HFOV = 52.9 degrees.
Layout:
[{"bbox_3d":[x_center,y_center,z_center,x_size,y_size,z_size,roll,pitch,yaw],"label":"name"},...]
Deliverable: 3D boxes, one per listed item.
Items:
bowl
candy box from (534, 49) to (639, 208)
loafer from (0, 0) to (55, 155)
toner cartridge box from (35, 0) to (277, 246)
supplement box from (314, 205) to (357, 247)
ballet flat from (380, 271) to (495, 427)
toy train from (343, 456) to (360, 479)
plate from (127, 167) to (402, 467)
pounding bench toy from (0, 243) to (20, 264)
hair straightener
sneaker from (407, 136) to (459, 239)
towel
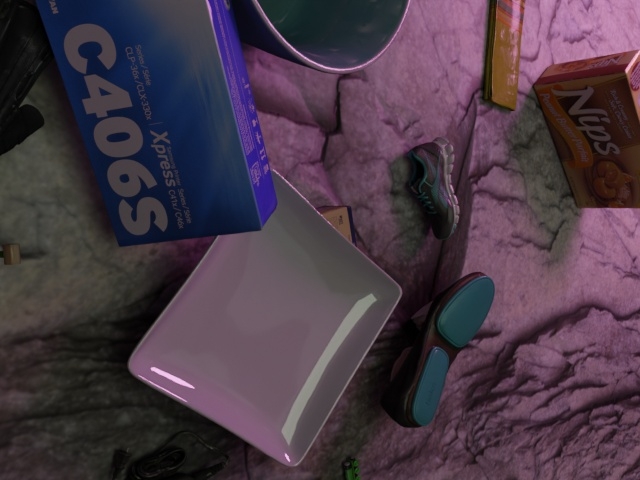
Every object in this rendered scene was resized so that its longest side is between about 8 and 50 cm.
[{"bbox_3d":[-0.042,-0.347,0.742,0.311,0.163,0.311,-10,104,-46],"label":"bowl"},{"bbox_3d":[0.576,-0.210,1.296,0.087,0.183,0.316,-48,121,-30],"label":"candy box"},{"bbox_3d":[-0.297,-0.118,0.596,0.078,0.076,0.223,25,70,-35],"label":"loafer"},{"bbox_3d":[-0.162,-0.171,0.627,0.075,0.165,0.348,-69,149,-65],"label":"toner cartridge box"},{"bbox_3d":[0.000,0.000,0.881,0.083,0.056,0.083,-19,105,-38],"label":"supplement box"},{"bbox_3d":[0.175,0.160,1.019,0.095,0.096,0.280,48,63,-28],"label":"ballet flat"},{"bbox_3d":[0.049,0.368,0.973,0.024,0.017,0.083,-15,103,-29],"label":"toy train"},{"bbox_3d":[-0.056,0.099,0.788,0.277,0.045,0.278,42,73,-31],"label":"plate"},{"bbox_3d":[-0.325,0.012,0.587,0.083,0.065,0.052,5,88,-42],"label":"pounding bench toy"},{"bbox_3d":[-0.201,0.275,0.724,0.230,0.047,0.089,-12,100,-41],"label":"hair straightener"},{"bbox_3d":[0.175,-0.081,1.041,0.076,0.065,0.166,-11,97,-24],"label":"sneaker"},{"bbox_3d":[0.346,-0.367,1.192,0.102,0.021,0.237,6,89,-41],"label":"towel"}]
